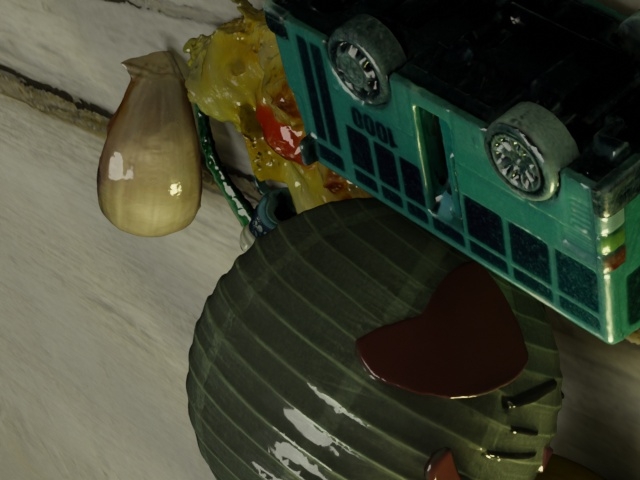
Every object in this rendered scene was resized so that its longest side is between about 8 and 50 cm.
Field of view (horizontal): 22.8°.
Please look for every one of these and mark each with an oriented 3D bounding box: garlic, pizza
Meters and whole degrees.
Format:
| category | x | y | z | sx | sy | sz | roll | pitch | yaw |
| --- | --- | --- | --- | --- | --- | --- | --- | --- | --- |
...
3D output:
| category | x | y | z | sx | sy | sz | roll | pitch | yaw |
| --- | --- | --- | --- | --- | --- | --- | --- | --- | --- |
| garlic | -0.144 | -0.065 | 1.375 | 0.198 | 0.090 | 0.128 | 94 | 177 | -64 |
| pizza | -0.020 | -0.081 | 1.135 | 0.287 | 0.075 | 0.280 | 27 | 142 | 48 |

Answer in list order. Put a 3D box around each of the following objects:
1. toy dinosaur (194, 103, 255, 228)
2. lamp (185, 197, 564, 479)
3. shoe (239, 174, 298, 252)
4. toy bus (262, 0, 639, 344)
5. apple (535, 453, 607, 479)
| category | x | y | z | sx | sy | sz | roll | pitch | yaw |
| --- | --- | --- | --- | --- | --- | --- | --- | --- | --- |
| toy dinosaur | -0.046 | 0.040 | 1.347 | 0.383 | 0.076 | 0.129 | 55 | 150 | -6 |
| lamp | 0.036 | 0.080 | 0.964 | 0.233 | 0.233 | 0.265 | 56 | -167 | 1 |
| shoe | 0.000 | 0.000 | 1.227 | 0.143 | 0.064 | 0.071 | 29 | 122 | 35 |
| toy bus | 0.097 | -0.067 | 0.862 | 0.256 | 0.128 | 0.147 | 34 | 149 | 38 |
| apple | 0.128 | 0.271 | 1.075 | 0.264 | 0.264 | 0.264 | 43 | 153 | 28 |
